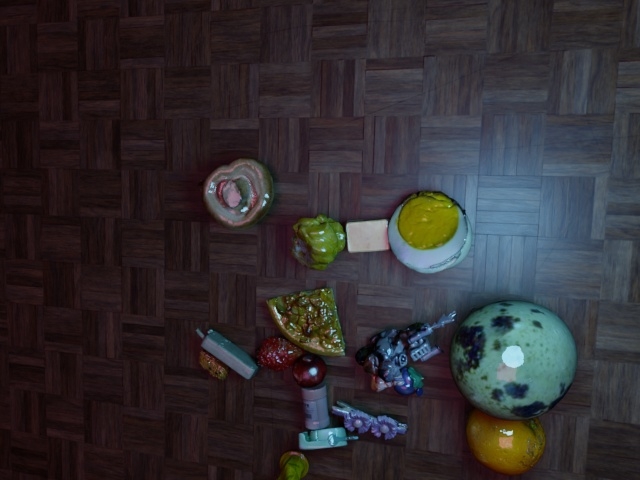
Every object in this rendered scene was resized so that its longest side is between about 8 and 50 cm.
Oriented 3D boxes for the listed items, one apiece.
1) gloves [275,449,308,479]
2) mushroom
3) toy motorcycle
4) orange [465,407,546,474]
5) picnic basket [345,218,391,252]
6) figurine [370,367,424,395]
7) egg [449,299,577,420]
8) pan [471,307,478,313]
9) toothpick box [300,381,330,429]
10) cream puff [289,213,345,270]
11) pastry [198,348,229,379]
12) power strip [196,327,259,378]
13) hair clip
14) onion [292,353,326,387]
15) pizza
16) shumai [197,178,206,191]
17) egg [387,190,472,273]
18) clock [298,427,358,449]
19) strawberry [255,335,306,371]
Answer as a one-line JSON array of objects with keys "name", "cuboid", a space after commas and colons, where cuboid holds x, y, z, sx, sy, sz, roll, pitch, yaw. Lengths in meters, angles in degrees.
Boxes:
[{"name": "gloves", "cuboid": [-0.135, 0.888, 1.725, 0.116, 0.294, 0.133, 13, 98, 12]}, {"name": "mushroom", "cuboid": [-0.304, -0.175, 1.756, 0.278, 0.146, 0.278, 0, 89, 7]}, {"name": "toy motorcycle", "cuboid": [0.297, 0.363, 1.623, 0.401, 0.207, 0.134, -28, 109, 13]}, {"name": "orange", "cuboid": [0.593, 0.630, 1.549, 0.246, 0.246, 0.246, 1, 95, 14]}, {"name": "picnic basket", "cuboid": [0.173, -0.018, 1.685, 0.164, 0.079, 0.115, -2, 95, 15]}, {"name": "figurine", "cuboid": [0.273, 0.503, 1.700, 0.194, 0.111, 0.102, -5, 80, 20]}, {"name": "egg", "cuboid": [0.588, 0.354, 1.452, 0.345, 0.428, 0.345, 14, 110, 44]}, {"name": "pan", "cuboid": [0.538, 0.346, 1.648, 0.136, 0.028, 0.235, -1, 98, 13]}, {"name": "toothpick box", "cuboid": [-0.020, 0.612, 1.774, 0.098, 0.098, 0.149, -5, 94, 14]}, {"name": "cream puff", "cuboid": [0.004, 0.004, 1.671, 0.194, 0.221, 0.195, 5, 57, -8]}, {"name": "pastry", "cuboid": [-0.424, 0.489, 1.889, 0.140, 0.056, 0.080, 29, 112, 8]}, {"name": "power strip", "cuboid": [-0.368, 0.428, 1.850, 0.288, 0.093, 0.053, 33, 100, 10]}, {"name": "hair clip", "cuboid": [0.180, 0.663, 1.748, 0.292, 0.084, 0.106, 15, 116, 8]}, {"name": "onion", "cuboid": [-0.043, 0.480, 1.756, 0.131, 0.131, 0.131, 1, 95, 14]}, {"name": "pizza", "cuboid": [-0.055, 0.322, 1.772, 0.257, 0.087, 0.269, -14, 93, 18]}, {"name": "shumai", "cuboid": [-0.424, -0.203, 1.819, 0.083, 0.080, 0.082, -30, 89, 14]}, {"name": "egg", "cuboid": [0.373, -0.018, 1.596, 0.286, 0.174, 0.264, 41, 97, 31]}, {"name": "clock", "cuboid": [0.031, 0.728, 1.750, 0.210, 0.159, 0.066, -10, 66, 8]}, {"name": "strawberry", "cuboid": [-0.160, 0.436, 1.805, 0.192, 0.085, 0.140, 21, 97, 10]}]
